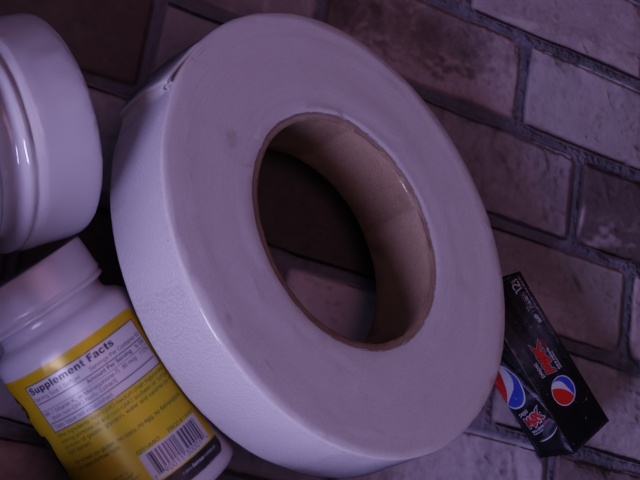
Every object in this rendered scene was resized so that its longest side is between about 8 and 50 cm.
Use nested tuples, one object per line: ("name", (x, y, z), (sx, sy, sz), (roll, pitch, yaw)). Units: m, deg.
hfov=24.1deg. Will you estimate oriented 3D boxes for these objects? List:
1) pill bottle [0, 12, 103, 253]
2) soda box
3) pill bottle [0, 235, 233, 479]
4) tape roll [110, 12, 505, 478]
("pill bottle", (-0.346, -0.041, 1.021), (0.361, 0.204, 0.204), (-17, 87, -34))
("soda box", (0.194, 0.117, 1.397), (0.060, 0.053, 0.169), (-36, 97, -32))
("pill bottle", (-0.168, 0.109, 1.143), (0.119, 0.119, 0.208), (-37, 98, -32))
("tape roll", (0.000, 0.000, 1.235), (0.392, 0.072, 0.392), (23, 55, -37))
